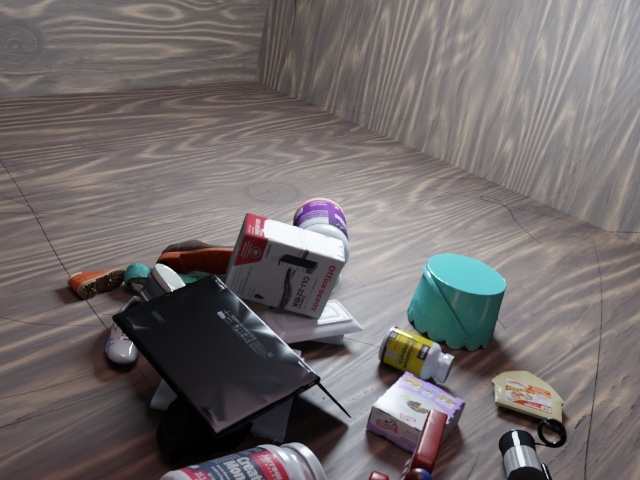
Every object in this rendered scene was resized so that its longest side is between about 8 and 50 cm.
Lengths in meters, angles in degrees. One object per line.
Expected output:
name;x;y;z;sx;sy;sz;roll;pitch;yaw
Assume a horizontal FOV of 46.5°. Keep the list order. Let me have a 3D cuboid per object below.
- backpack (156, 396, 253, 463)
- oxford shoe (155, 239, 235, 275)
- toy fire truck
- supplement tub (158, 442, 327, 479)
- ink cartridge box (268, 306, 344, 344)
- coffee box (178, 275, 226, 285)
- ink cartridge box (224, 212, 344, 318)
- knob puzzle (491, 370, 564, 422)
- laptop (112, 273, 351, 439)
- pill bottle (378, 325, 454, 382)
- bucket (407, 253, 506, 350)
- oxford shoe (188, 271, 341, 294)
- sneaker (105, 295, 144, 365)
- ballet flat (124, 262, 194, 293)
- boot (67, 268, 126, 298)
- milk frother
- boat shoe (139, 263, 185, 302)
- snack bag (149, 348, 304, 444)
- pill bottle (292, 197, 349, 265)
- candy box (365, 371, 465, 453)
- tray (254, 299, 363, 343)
backpack;-0.229;0.370;1.526;0.182;0.152;0.115;10;41;-42
oxford shoe;-0.317;0.033;2.056;0.271;0.097;0.098;-2;41;13
toy fire truck;0.155;0.477;1.354;0.169;0.254;0.302;19;25;13
supplement tub;-0.138;0.469;1.302;0.272;0.191;0.191;-6;31;-36
ink cartridge box;-0.041;0.228;2.041;0.207;0.046;0.097;10;26;-8
coffee box;-0.326;0.150;1.988;0.184;0.113;0.040;0;25;-24
ink cartridge box;-0.094;0.069;1.949;0.272;0.197;0.114;15;30;-13
knob puzzle;0.544;0.408;1.968;0.213;0.030;0.213;10;25;-5
laptop;-0.181;0.283;1.643;0.407;0.236;0.382;-22;47;-37
pill bottle;0.253;0.303;1.958;0.184;0.103;0.103;21;26;18
bucket;0.407;0.174;2.214;0.281;0.183;0.281;11;25;-5
oxford shoe;-0.163;0.067;2.114;0.449;0.130;0.169;5;49;4
sneaker;-0.468;0.217;1.805;0.085;0.086;0.237;10;26;-10
ballet flat;-0.421;0.132;2.039;0.247;0.083;0.087;14;49;2
boot;-0.605;0.102;2.019;0.084;0.059;0.158;24;27;33
milk frother;0.479;0.476;1.653;0.129;0.143;0.135;19;22;-4
boat shoe;-0.346;0.198;1.816;0.319;0.099;0.116;52;15;31
snack bag;-0.214;0.325;1.760;0.323;0.037;0.342;14;25;1
pill bottle;0.000;0.000;2.387;0.181;0.182;0.323;10;25;-6
candy box;0.226;0.410;1.757;0.164;0.070;0.196;25;26;24
tray;-0.027;0.209;2.000;0.270;0.030;0.145;-5;32;-31
